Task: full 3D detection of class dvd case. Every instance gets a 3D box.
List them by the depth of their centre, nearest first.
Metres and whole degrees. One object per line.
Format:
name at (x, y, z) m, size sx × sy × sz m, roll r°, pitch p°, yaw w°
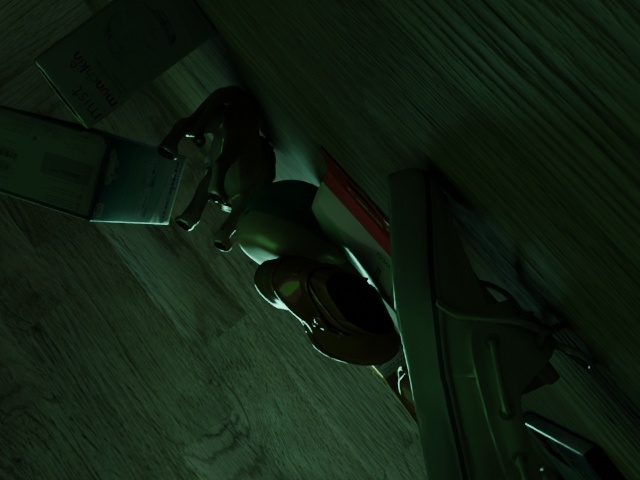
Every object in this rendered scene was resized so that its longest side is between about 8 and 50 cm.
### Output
dvd case at (0.333, 0.297, 1.211) m, size 0.180 × 0.022 × 0.253 m, roll 51°, pitch 175°, yaw -3°

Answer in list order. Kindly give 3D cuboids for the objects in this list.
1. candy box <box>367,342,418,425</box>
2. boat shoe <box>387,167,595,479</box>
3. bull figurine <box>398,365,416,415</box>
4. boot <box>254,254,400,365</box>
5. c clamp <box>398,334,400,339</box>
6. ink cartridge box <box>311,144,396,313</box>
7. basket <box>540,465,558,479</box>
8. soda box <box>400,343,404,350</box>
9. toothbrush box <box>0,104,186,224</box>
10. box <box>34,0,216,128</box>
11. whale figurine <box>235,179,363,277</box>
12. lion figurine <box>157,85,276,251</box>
candy box at (0.142, 0.264, 2.321) m, size 0.183 × 0.087 × 0.316 m, roll 55°, pitch 173°, yaw -36°
boat shoe at (0.154, 0.108, 0.874) m, size 0.136 × 0.156 × 0.367 m, roll 53°, pitch -153°, yaw -80°
bull figurine at (0.248, 0.330, 1.762) m, size 0.310 × 0.101 × 0.188 m, roll 51°, pitch 177°, yaw 5°
boot at (0.055, 0.109, 1.475) m, size 0.283 × 0.109 × 0.220 m, roll 41°, pitch 162°, yaw -24°
c clamp at (0.126, 0.164, 2.128) m, size 0.137 × 0.022 × 0.161 m, roll 46°, pitch 172°, yaw 48°
ink cartridge box at (0.053, -0.009, 1.377) m, size 0.181 × 0.056 × 0.225 m, roll 49°, pitch 176°, yaw 24°
basket at (0.323, 0.528, 1.445) m, size 0.331 × 0.266 × 0.328 m, roll 49°, pitch 179°, yaw 21°
soda box at (0.204, 0.219, 1.579) m, size 0.183 × 0.063 × 0.058 m, roll 53°, pitch 175°, yaw -20°
toothbrush box at (-0.368, -0.114, 1.560) m, size 0.216 × 0.126 × 0.295 m, roll 17°, pitch -175°, yaw 12°
box at (-0.295, -0.284, 1.503) m, size 0.127 × 0.231 × 0.262 m, roll 53°, pitch 174°, yaw -14°
whale figurine at (0.000, 0.000, 1.621) m, size 0.272 × 0.141 × 0.216 m, roll 29°, pitch 165°, yaw -23°
lion figurine at (-0.144, -0.143, 1.626) m, size 0.142 × 0.240 × 0.392 m, roll 27°, pitch 156°, yaw 4°
